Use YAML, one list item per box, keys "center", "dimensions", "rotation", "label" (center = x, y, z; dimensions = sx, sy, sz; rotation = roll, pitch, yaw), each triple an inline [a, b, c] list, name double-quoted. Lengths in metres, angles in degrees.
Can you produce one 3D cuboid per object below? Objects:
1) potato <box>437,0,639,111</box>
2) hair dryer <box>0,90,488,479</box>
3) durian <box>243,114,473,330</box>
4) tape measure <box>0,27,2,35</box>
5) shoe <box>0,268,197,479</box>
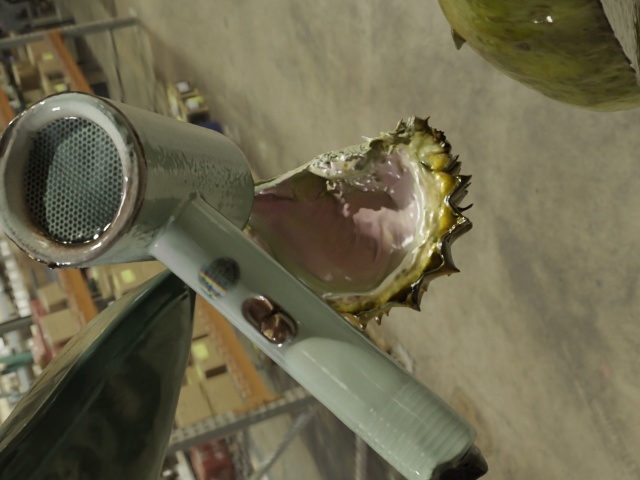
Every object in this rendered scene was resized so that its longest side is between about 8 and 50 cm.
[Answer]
- center: [0.122, -0.168, 0.562]
  dimensions: [0.271, 0.111, 0.160]
  rotation: [28, -125, -56]
  label: "potato"
- center: [-0.019, 0.022, 0.415]
  dimensions: [0.236, 0.073, 0.131]
  rotation: [36, -169, 17]
  label: "hair dryer"
- center: [0.004, -0.005, 0.662]
  dimensions: [0.078, 0.224, 0.140]
  rotation: [12, -106, -66]
  label: "durian"
- center: [-0.286, -0.093, 0.597]
  dimensions: [0.081, 0.125, 0.146]
  rotation: [57, -133, -67]
  label: "tape measure"
- center: [-0.116, 0.101, 0.474]
  dimensions: [0.078, 0.195, 0.079]
  rotation: [48, 147, -13]
  label: "shoe"
